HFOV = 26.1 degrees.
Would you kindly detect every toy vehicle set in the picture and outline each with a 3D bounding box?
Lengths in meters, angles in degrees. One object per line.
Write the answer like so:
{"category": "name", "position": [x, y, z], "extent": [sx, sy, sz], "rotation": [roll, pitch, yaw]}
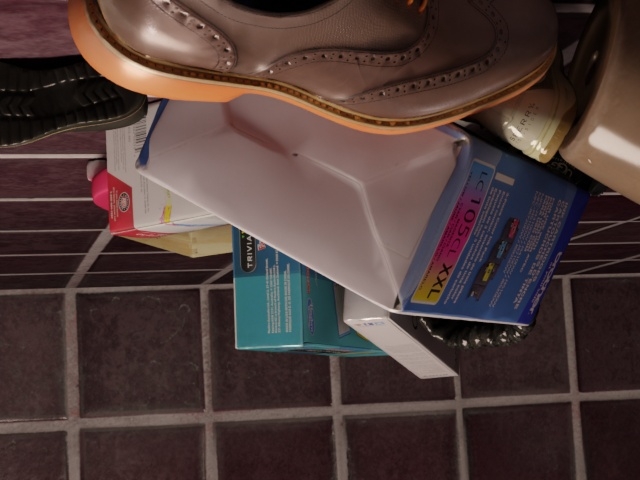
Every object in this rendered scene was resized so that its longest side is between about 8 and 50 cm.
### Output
{"category": "toy vehicle set", "position": [-0.151, -0.021, 1.840], "extent": [0.166, 0.035, 0.267], "rotation": [-9, -170, -29]}

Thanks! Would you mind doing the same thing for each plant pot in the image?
{"category": "plant pot", "position": [0.314, -0.105, 1.064], "extent": [0.229, 0.263, 0.263], "rotation": [16, 171, -3]}

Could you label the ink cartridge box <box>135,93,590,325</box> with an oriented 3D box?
{"category": "ink cartridge box", "position": [0.062, -0.048, 1.215], "extent": [0.270, 0.151, 0.395], "rotation": [28, -174, 25]}

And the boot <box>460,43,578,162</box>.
{"category": "boot", "position": [0.110, -0.147, 1.108], "extent": [0.165, 0.077, 0.213], "rotation": [22, -158, -11]}

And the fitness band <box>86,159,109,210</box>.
{"category": "fitness band", "position": [-0.168, -0.074, 1.716], "extent": [0.209, 0.054, 0.291], "rotation": [-7, 173, 10]}

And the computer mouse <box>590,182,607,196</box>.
{"category": "computer mouse", "position": [0.331, -0.083, 1.743], "extent": [0.041, 0.071, 0.242], "rotation": [-35, 172, 6]}

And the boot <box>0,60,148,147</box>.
{"category": "boot", "position": [-0.254, -0.118, 1.264], "extent": [0.198, 0.077, 0.137], "rotation": [-2, 178, -2]}

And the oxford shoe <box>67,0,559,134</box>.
{"category": "oxford shoe", "position": [0.028, -0.153, 0.907], "extent": [0.364, 0.130, 0.133], "rotation": [-4, 163, -30]}

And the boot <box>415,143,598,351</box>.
{"category": "boot", "position": [0.197, 0.027, 1.587], "extent": [0.131, 0.260, 0.348], "rotation": [26, 154, 5]}

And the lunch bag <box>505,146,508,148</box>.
{"category": "lunch bag", "position": [0.258, -0.084, 1.726], "extent": [0.098, 0.067, 0.065], "rotation": [-1, 172, -6]}

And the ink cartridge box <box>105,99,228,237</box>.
{"category": "ink cartridge box", "position": [-0.131, -0.076, 1.392], "extent": [0.175, 0.127, 0.072], "rotation": [-9, 170, 38]}

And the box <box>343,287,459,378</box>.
{"category": "box", "position": [0.102, 0.019, 1.617], "extent": [0.058, 0.232, 0.322], "rotation": [-4, 163, 17]}

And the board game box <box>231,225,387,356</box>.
{"category": "board game box", "position": [0.000, 0.000, 1.545], "extent": [0.079, 0.253, 0.336], "rotation": [-4, 172, 20]}
